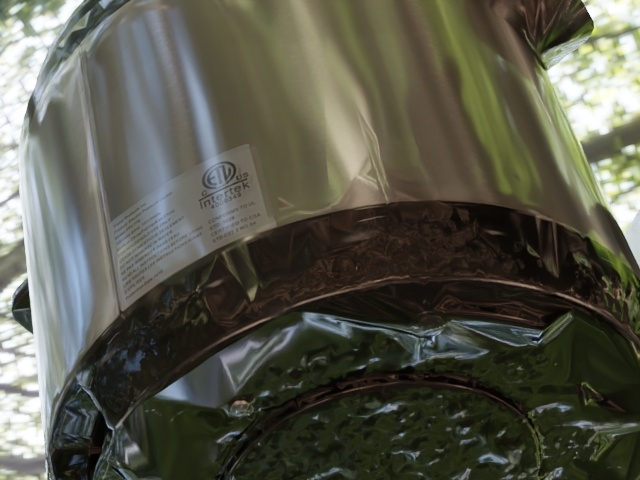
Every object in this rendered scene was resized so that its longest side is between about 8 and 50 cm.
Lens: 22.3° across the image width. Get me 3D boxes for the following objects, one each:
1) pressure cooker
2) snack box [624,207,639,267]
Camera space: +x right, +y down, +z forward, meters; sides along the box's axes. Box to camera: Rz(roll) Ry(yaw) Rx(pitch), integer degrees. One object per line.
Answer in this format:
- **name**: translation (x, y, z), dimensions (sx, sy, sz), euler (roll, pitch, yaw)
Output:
- **pressure cooker**: translation (-0.002, -0.004, 1.030), dimensions (0.370, 0.375, 0.420), euler (-2, -136, -14)
- **snack box**: translation (0.276, 0.056, 1.112), dimensions (0.060, 0.322, 0.187), euler (-20, -106, -6)
